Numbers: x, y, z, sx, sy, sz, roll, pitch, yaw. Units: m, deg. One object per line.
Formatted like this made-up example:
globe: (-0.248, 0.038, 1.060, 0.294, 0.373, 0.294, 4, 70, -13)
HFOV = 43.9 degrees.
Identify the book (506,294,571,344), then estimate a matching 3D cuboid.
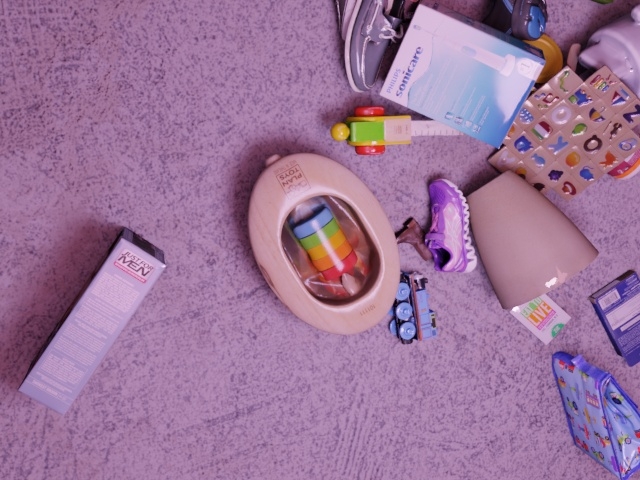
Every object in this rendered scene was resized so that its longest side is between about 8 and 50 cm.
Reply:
book: (0.553, 0.186, 2.014, 0.144, 0.035, 0.096, 39, 92, -17)

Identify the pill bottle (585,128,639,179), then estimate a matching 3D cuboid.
pill bottle: (0.680, -0.250, 1.925, 0.221, 0.121, 0.121, 31, 91, -16)

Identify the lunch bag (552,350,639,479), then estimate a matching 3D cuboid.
lunch bag: (0.686, 0.409, 1.980, 0.138, 0.221, 0.293, -32, 105, -7)

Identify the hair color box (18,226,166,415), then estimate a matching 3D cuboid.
hair color box: (-0.478, 0.163, 1.687, 0.114, 0.185, 0.374, 35, 90, -15)

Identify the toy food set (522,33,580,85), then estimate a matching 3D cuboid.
toy food set: (0.494, -0.420, 1.876, 0.218, 0.071, 0.128, 12, 75, -8)

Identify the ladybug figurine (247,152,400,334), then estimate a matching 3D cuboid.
ladybug figurine: (0.000, 0.000, 1.785, 0.305, 0.162, 0.449, -29, 105, -7)

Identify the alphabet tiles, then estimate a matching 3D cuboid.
alphabet tiles: (0.578, -0.242, 1.861, 0.285, 0.011, 0.342, 37, 122, -20)

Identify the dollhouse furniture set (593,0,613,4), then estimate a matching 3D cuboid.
dollhouse furniture set: (0.781, -0.623, 1.849, 0.302, 0.197, 0.151, 12, 94, -14)

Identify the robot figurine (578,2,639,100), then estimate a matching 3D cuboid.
robot figurine: (0.773, -0.450, 1.868, 0.354, 0.199, 0.300, -28, 144, -13)

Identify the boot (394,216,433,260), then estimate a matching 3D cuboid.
boot: (0.224, 0.018, 1.907, 0.106, 0.037, 0.114, -45, 110, -5)

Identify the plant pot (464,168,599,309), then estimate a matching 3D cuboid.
plant pot: (0.465, -0.020, 1.867, 0.256, 0.256, 0.274, -33, 89, -6)

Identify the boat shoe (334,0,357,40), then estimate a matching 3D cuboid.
boat shoe: (0.059, -0.556, 1.764, 0.070, 0.078, 0.219, 12, 105, 18)

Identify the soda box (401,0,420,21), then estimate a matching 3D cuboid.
soda box: (0.200, -0.580, 1.792, 0.053, 0.060, 0.168, -6, 100, -12)

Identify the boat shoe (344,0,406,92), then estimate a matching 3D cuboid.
boat shoe: (0.134, -0.480, 1.743, 0.116, 0.099, 0.319, -8, 112, -58)

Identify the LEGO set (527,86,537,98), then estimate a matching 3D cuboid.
LEGO set: (0.432, -0.321, 1.863, 0.287, 0.107, 0.132, 8, 97, -14)

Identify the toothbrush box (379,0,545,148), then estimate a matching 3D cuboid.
toothbrush box: (0.309, -0.369, 1.745, 0.296, 0.126, 0.216, 23, 116, 0)

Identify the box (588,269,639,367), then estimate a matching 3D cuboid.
box: (0.806, 0.206, 2.071, 0.136, 0.036, 0.225, -32, 103, -6)

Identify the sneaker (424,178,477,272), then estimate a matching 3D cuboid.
sneaker: (0.291, -0.026, 1.869, 0.105, 0.095, 0.236, -18, 98, -28)

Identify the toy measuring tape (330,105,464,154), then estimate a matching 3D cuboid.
toy measuring tape: (0.168, -0.256, 1.823, 0.330, 0.121, 0.121, -6, 100, -24)

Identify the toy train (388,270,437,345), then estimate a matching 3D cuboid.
toy train: (0.217, 0.158, 1.908, 0.105, 0.080, 0.184, -12, 99, -20)

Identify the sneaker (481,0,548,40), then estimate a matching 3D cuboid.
sneaker: (0.455, -0.610, 1.811, 0.125, 0.140, 0.340, 36, 66, -46)
